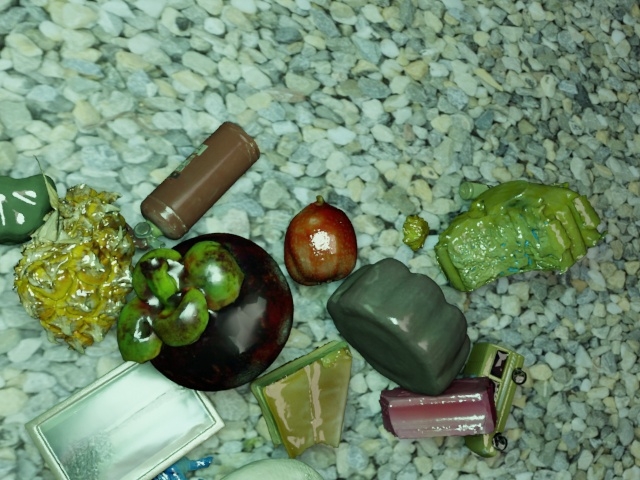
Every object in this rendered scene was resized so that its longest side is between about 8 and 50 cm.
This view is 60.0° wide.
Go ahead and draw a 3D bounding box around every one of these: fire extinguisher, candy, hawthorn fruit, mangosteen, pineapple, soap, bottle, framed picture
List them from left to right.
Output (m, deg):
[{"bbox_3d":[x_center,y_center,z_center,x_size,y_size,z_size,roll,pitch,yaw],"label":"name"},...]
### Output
[{"bbox_3d":[-0.412,0.039,0.949,0.158,0.161,0.334,17,81,-61],"label":"pineapple"},{"bbox_3d":[-0.355,0.341,1.028,0.289,0.016,0.213,-32,81,-22],"label":"framed picture"},{"bbox_3d":[-0.281,-0.100,1.099,0.147,0.106,0.337,35,69,17],"label":"fire extinguisher"},{"bbox_3d":[-0.196,0.122,0.997,0.312,0.311,0.310,3,83,-23],"label":"mangosteen"},{"bbox_3d":[-0.109,0.532,1.017,0.296,0.185,0.295,-11,119,-22],"label":"candy"},{"bbox_3d":[0.000,0.000,1.173,0.169,0.169,0.187,-3,81,-23],"label":"hawthorn fruit"},{"bbox_3d":[0.251,0.370,1.212,0.250,0.162,0.099,-11,88,18],"label":"soap"},{"bbox_3d":[0.404,-0.122,1.413,0.101,0.047,0.063,0,92,-27],"label":"bottle"}]

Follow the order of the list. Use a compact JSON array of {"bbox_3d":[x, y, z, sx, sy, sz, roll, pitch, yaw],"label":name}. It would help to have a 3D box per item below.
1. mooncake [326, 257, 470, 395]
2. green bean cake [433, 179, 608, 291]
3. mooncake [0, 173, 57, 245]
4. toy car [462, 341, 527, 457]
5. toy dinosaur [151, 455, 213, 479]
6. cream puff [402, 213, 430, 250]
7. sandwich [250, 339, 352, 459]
[{"bbox_3d":[0.165,0.178,1.157,0.306,0.306,0.154,48,63,-11],"label":"mooncake"},{"bbox_3d":[0.432,-0.016,1.268,0.285,0.310,0.202,-32,99,-25],"label":"green bean cake"},{"bbox_3d":[-0.558,-0.077,0.974,0.175,0.104,0.168,-19,86,-27],"label":"mooncake"},{"bbox_3d":[0.393,0.375,1.324,0.125,0.101,0.256,27,73,-9],"label":"toy car"},{"bbox_3d":[-0.285,0.468,1.044,0.145,0.076,0.328,14,75,-11],"label":"toy dinosaur"},{"bbox_3d":[0.230,-0.019,1.319,0.083,0.058,0.083,43,69,-15],"label":"cream puff"},{"bbox_3d":[-0.009,0.333,1.156,0.220,0.108,0.185,-24,94,-26],"label":"sandwich"}]
